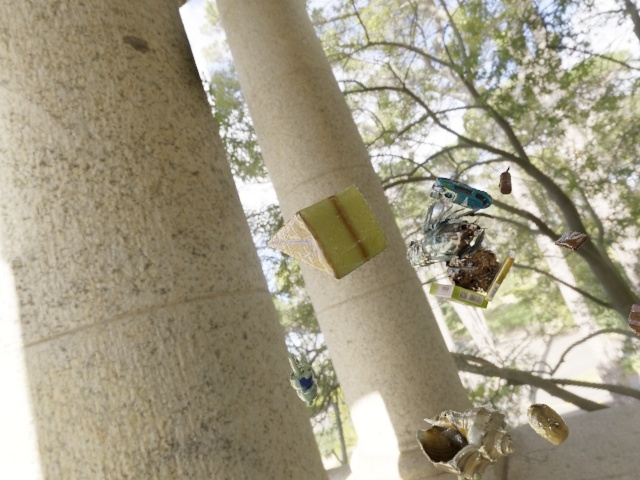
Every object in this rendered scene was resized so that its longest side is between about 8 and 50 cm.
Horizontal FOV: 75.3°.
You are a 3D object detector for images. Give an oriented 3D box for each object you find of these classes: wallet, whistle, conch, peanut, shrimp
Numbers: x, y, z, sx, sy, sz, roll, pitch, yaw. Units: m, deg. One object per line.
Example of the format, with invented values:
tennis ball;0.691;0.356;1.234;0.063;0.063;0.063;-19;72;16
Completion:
wallet;1.150;-0.001;1.903;0.095;0.026;0.176;-46;1;10
whistle;-0.068;0.555;1.658;0.092;0.244;0.110;-16;18;11
conch;0.460;0.656;1.329;0.263;0.186;0.324;-19;-12;-36
peanut;0.896;0.722;1.635;0.141;0.159;0.109;5;-56;-16
shrimp;0.357;0.005;1.194;0.166;0.221;0.410;-41;-3;-32

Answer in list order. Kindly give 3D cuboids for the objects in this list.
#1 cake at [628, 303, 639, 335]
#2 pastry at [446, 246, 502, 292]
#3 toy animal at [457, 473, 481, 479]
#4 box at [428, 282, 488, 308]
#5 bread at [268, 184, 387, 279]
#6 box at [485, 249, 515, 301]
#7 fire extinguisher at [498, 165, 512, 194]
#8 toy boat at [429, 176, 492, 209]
cake;1.132;0.286;1.294;0.296;0.115;0.112;13;-36;23
pastry;0.745;0.133;2.029;0.275;0.275;0.193;-33;17;45
toy animal;0.523;0.843;1.420;0.103;0.218;0.101;-35;7;5
box;0.635;0.255;1.920;0.175;0.062;0.260;18;-5;-5
bread;0.000;0.000;1.355;0.233;0.244;0.362;-30;0;-29
box;0.553;0.108;1.272;0.089;0.022;0.156;-26;-40;-63
fire extinguisher;0.714;-0.225;1.608;0.078;0.045;0.157;-64;-2;40
toy boat;0.692;-0.207;2.042;0.299;0.092;0.134;20;-29;3
